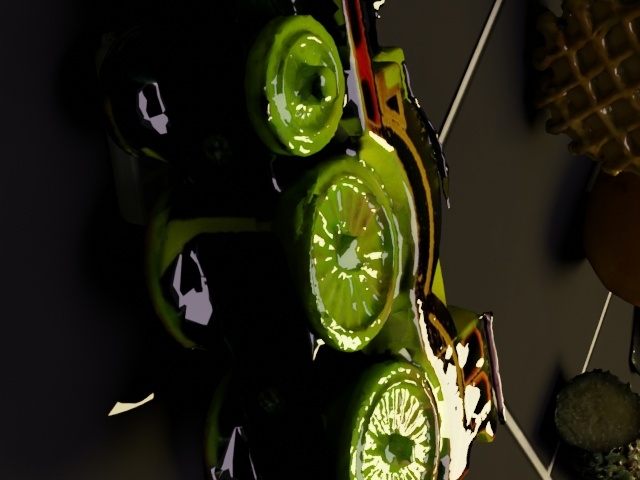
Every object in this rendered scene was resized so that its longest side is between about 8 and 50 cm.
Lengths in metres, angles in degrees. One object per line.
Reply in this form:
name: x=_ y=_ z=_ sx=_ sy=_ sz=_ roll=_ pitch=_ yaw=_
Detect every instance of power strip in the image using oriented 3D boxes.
power strip: x=-0.077 y=-0.051 z=0.511 sx=0.040 sy=0.016 sz=0.090 roll=-39 pitch=133 yaw=-48

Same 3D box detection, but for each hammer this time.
hammer: x=0.278 y=-0.093 z=1.110 sx=0.110 sy=0.019 sz=0.035 roll=-66 pitch=148 yaw=-16

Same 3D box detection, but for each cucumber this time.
cucumber: x=0.325 y=0.242 z=1.252 sx=0.096 sy=0.096 sz=0.359 roll=-67 pitch=152 yaw=-18

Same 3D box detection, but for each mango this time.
mango: x=0.332 y=-0.025 z=1.107 sx=0.252 sy=0.153 sz=0.126 roll=-63 pitch=142 yaw=-50

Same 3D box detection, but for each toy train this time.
toy train: x=0.000 y=0.000 z=0.523 sx=0.160 sy=0.100 sz=0.296 roll=-38 pitch=123 yaw=-49

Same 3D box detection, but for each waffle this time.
waffle: x=0.260 y=-0.130 z=0.885 sx=0.070 sy=0.193 sz=0.197 roll=-50 pitch=142 yaw=-44

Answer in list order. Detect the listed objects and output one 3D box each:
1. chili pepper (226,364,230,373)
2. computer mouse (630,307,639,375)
chili pepper: x=-0.022 y=0.125 z=0.641 sx=0.073 sy=0.050 sz=0.182 roll=-54 pitch=146 yaw=-46
computer mouse: x=0.405 y=0.106 z=1.374 sx=0.079 sy=0.047 sz=0.135 roll=-35 pitch=128 yaw=-51
